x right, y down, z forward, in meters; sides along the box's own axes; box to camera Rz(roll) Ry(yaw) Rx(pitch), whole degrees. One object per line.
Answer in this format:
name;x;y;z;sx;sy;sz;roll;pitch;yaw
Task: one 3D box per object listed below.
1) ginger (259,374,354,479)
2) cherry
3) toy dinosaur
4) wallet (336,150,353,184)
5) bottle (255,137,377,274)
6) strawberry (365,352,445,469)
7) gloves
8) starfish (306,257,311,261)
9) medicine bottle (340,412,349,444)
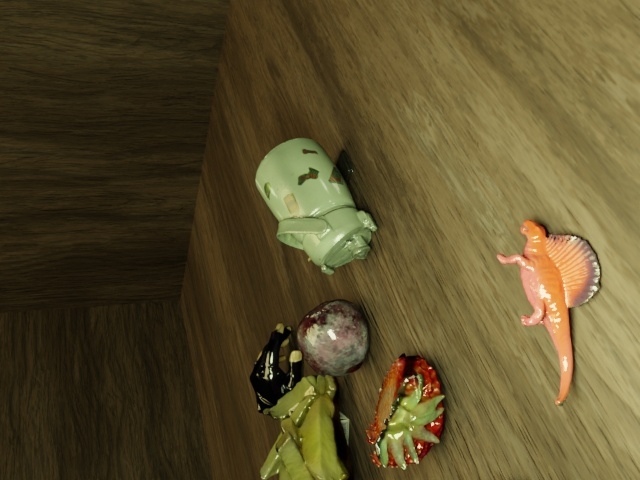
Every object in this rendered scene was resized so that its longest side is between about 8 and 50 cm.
ginger;-0.072;0.531;1.770;0.413;0.211;0.358;149;119;-63
cherry;0.037;0.244;1.641;0.195;0.195;0.195;178;90;-68
toy dinosaur;0.368;0.089;0.982;0.139;0.070;0.286;-32;62;40
wallet;0.050;-0.160;1.769;0.156;0.018;0.082;109;147;-43
bottle;-0.010;-0.066;1.666;0.351;0.229;0.229;58;146;29
strawberry;0.187;0.352;1.381;0.306;0.138;0.233;51;-124;-85
gloves;-0.137;0.422;2.156;0.197;0.152;0.300;-1;76;41
starfish;0.002;0.002;1.876;0.247;0.050;0.138;-164;72;-74
medicine bottle;0.019;0.549;1.875;0.201;0.052;0.171;-161;72;-65
